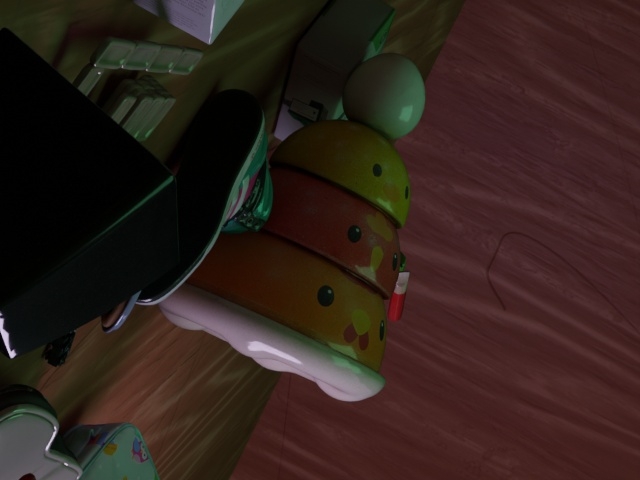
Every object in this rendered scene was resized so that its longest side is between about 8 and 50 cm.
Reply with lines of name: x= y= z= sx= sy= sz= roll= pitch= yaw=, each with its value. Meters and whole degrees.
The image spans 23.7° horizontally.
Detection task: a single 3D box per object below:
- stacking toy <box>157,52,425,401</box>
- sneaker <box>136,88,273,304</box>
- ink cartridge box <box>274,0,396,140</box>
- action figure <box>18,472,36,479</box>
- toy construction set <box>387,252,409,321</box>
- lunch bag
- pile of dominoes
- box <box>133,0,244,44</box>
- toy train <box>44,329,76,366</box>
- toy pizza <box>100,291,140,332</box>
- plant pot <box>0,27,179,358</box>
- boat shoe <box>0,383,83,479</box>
stacking toy: x=0.008 y=-0.049 z=2.121 sx=0.350 sy=0.350 sz=0.480 roll=62 pitch=52 yaw=-81
sneaker: x=-0.151 y=-0.030 z=1.918 sx=0.295 sy=0.124 sz=0.178 roll=-60 pitch=163 yaw=-16
ink cartridge box: x=0.019 y=-0.250 z=2.290 sx=0.160 sy=0.092 sz=0.219 roll=-55 pitch=170 yaw=-34
action figure: x=-0.341 y=0.178 z=1.398 sx=0.139 sy=0.091 sz=0.280 roll=-56 pitch=160 yaw=3
toy construction set: x=0.000 y=0.000 z=2.398 sx=0.237 sy=0.309 sz=0.257 roll=97 pitch=15 yaw=-58
lunch bag: x=-0.317 y=0.381 z=2.053 sx=0.279 sy=0.108 sz=0.224 roll=-54 pitch=128 yaw=-55
pile of dominoes: x=-0.219 y=-0.121 z=1.464 sx=0.196 sy=0.040 sz=0.251 roll=-51 pitch=170 yaw=13
box: x=-0.100 y=-0.290 z=1.394 sx=0.130 sy=0.091 sz=0.170 roll=-56 pitch=171 yaw=-29
toy train: x=-0.285 y=0.082 z=1.766 sx=0.158 sy=0.027 sz=0.036 roll=-65 pitch=174 yaw=32
toy pizza: x=-0.219 y=0.006 z=1.724 sx=0.201 sy=0.032 sz=0.201 roll=-160 pitch=-90 yaw=-73
plant pot: x=-0.237 y=-0.019 z=1.212 sx=0.167 sy=0.187 sz=0.188 roll=-45 pitch=167 yaw=-20
boat shoe: x=-0.347 y=0.215 z=1.698 sx=0.112 sy=0.095 sz=0.335 roll=-34 pitch=162 yaw=-11
